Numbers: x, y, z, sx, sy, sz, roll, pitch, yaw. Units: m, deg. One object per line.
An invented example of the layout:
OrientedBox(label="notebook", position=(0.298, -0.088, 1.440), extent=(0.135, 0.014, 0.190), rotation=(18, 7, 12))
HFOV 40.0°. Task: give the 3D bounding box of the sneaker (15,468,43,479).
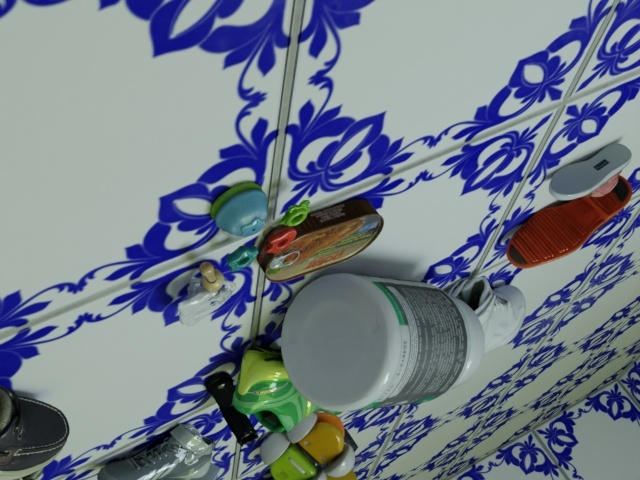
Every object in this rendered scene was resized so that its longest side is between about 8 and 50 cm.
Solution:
OrientedBox(label="sneaker", position=(-0.426, 0.336, 1.228), extent=(0.086, 0.064, 0.192), rotation=(-20, 149, -18))

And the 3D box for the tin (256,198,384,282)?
OrientedBox(label="tin", position=(0.000, 0.000, 1.185), extent=(0.189, 0.040, 0.106), rotation=(-17, 146, -32))

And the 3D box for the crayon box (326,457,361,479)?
OrientedBox(label="crayon box", position=(-0.044, 0.615, 2.084), extent=(0.202, 0.081, 0.318), rotation=(-14, 162, -36))

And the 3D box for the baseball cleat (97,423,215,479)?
OrientedBox(label="baseball cleat", position=(-0.272, 0.358, 1.474), extent=(0.206, 0.072, 0.109), rotation=(2, 112, -43))

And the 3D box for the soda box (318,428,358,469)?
OrientedBox(label="soda box", position=(0.002, 0.498, 2.043), extent=(0.169, 0.060, 0.053), rotation=(-15, 146, -36))

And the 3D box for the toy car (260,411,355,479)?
OrientedBox(label="toy car", position=(-0.025, 0.427, 1.820), extent=(0.182, 0.159, 0.136), rotation=(-42, -170, 16))

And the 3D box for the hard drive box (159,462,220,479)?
OrientedBox(label="hard drive box", position=(-0.285, 0.508, 1.588), extent=(0.181, 0.089, 0.232), rotation=(-58, 176, -44))

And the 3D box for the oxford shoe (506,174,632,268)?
OrientedBox(label="oxford shoe", position=(0.460, -0.019, 1.642), extent=(0.271, 0.097, 0.098), rotation=(-29, 161, -10))

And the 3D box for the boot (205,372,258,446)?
OrientedBox(label="boot", position=(-0.142, 0.276, 1.427), extent=(0.045, 0.099, 0.121), rotation=(-27, 153, -11))

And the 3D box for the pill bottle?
OrientedBox(label="pill bottle", position=(0.116, 0.163, 1.415), extent=(0.204, 0.204, 0.361), rotation=(-45, 152, 22))

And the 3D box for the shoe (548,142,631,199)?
OrientedBox(label="shoe", position=(0.464, -0.099, 1.533), extent=(0.178, 0.063, 0.081), rotation=(-29, 150, -21))

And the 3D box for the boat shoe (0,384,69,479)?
OrientedBox(label="boat shoe", position=(-0.389, 0.210, 1.013), extent=(0.092, 0.103, 0.285), rotation=(-37, 150, 18))

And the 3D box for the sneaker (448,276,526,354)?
OrientedBox(label="sneaker", position=(0.330, 0.131, 1.731), extent=(0.292, 0.108, 0.169), rotation=(-34, 144, -39))

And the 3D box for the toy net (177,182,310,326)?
OrientedBox(label="toy net", position=(-0.109, 0.020, 1.083), extent=(0.122, 0.045, 0.232), rotation=(-10, 147, -45))

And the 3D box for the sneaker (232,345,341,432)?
OrientedBox(label="sneaker", position=(-0.055, 0.255, 1.463), extent=(0.295, 0.109, 0.123), rotation=(29, 90, -54))
